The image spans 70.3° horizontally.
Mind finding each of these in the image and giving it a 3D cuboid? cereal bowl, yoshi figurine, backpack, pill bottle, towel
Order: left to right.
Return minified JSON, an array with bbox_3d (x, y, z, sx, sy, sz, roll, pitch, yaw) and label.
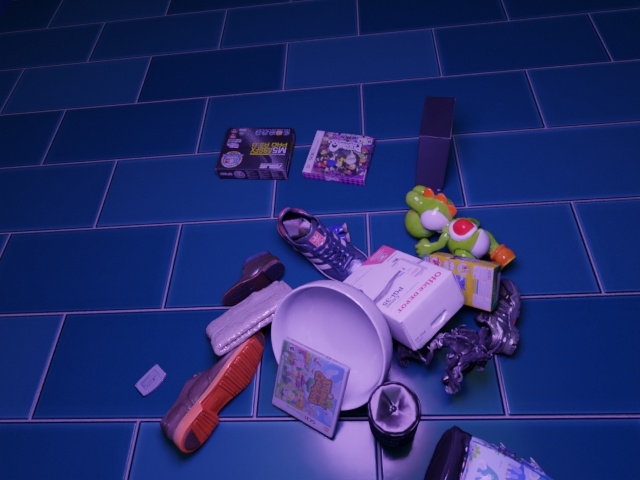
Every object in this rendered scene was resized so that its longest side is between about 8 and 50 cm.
[{"bbox_3d":[-0.202,0.216,1.326,0.282,0.049,0.187,-34,18,-14],"label":"towel"},{"bbox_3d":[0.041,0.261,1.205,0.338,0.339,0.141,26,22,22],"label":"cereal bowl"},{"bbox_3d":[0.176,0.428,1.099,0.122,0.219,0.123,-4,57,6],"label":"pill bottle"},{"bbox_3d":[0.397,-0.011,1.406,0.362,0.203,0.203,47,114,15],"label":"yoshi figurine"},{"bbox_3d":[0.406,0.600,0.965,0.355,0.273,0.290,30,59,10],"label":"backpack"}]

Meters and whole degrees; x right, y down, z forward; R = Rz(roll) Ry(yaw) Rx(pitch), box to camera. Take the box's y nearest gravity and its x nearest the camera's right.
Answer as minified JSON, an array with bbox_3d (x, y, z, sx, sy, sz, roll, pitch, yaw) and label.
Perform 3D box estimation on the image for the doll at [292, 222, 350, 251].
[{"bbox_3d":[0.000,0.000,1.495,0.188,0.046,0.129,-13,65,0],"label":"doll"}]

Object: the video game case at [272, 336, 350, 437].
[{"bbox_3d":[-0.030,0.379,1.179,0.193,0.213,0.023,20,21,24],"label":"video game case"}]

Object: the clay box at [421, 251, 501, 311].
[{"bbox_3d":[0.392,0.109,1.292,0.053,0.128,0.222,-16,21,-42],"label":"clay box"}]

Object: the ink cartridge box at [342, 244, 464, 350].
[{"bbox_3d":[0.218,0.146,1.261,0.207,0.117,0.283,-40,31,-17],"label":"ink cartridge box"}]

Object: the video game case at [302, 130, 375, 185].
[{"bbox_3d":[0.071,-0.308,1.682,0.232,0.042,0.210,10,61,14],"label":"video game case"}]

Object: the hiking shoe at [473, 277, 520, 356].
[{"bbox_3d":[0.493,0.204,1.275,0.114,0.086,0.227,8,60,9],"label":"hiking shoe"}]

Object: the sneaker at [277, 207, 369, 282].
[{"bbox_3d":[0.007,0.018,1.389,0.350,0.148,0.131,32,79,10],"label":"sneaker"}]

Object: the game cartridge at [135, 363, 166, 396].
[{"bbox_3d":[-0.493,0.410,1.326,0.056,0.017,0.083,34,68,29],"label":"game cartridge"}]

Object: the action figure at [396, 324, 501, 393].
[{"bbox_3d":[0.341,0.293,1.174,0.275,0.141,0.164,-2,35,50],"label":"action figure"}]

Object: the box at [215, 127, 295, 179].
[{"bbox_3d":[-0.242,-0.333,1.731,0.269,0.060,0.216,3,58,10],"label":"box"}]

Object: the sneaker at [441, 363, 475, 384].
[{"bbox_3d":[0.369,0.349,1.235,0.109,0.040,0.044,-28,44,-15],"label":"sneaker"}]

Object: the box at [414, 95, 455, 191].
[{"bbox_3d":[0.378,-0.315,1.513,0.103,0.261,0.184,5,59,11],"label":"box"}]

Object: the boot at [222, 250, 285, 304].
[{"bbox_3d":[-0.223,0.118,1.453,0.219,0.082,0.106,-32,37,-7],"label":"boot"}]

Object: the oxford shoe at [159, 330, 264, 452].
[{"bbox_3d":[-0.296,0.384,1.254,0.132,0.130,0.364,18,54,34],"label":"oxford shoe"}]
